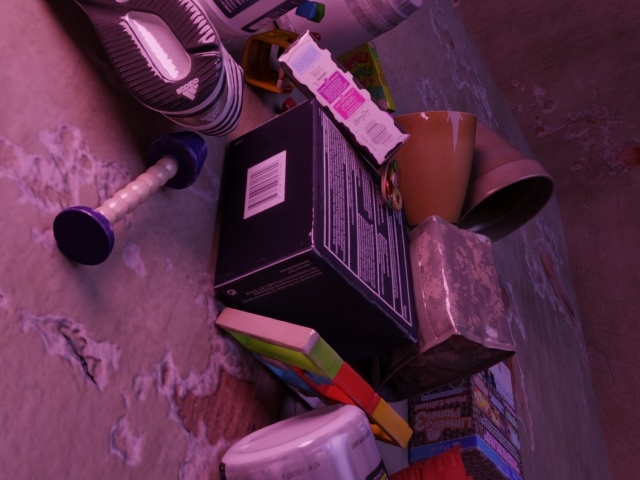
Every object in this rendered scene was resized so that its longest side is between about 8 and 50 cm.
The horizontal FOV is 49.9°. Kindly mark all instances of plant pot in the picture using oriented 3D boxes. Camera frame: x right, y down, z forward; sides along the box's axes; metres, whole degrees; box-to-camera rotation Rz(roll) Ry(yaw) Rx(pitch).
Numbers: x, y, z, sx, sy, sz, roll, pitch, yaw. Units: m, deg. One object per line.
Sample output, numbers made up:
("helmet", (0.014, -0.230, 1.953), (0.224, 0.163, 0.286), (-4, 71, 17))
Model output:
("plant pot", (0.435, -0.178, 1.917), (0.323, 0.323, 0.280), (19, 38, -56))
("plant pot", (0.265, -0.163, 1.676), (0.237, 0.237, 0.254), (5, 82, -60))

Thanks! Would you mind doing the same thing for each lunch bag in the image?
("lunch bag", (0.171, 0.133, 1.216), (0.169, 0.287, 0.235), (19, 50, -28))

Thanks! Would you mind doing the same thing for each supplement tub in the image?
("supplement tub", (0.014, 0.376, 0.830), (0.193, 0.193, 0.316), (-14, 83, -63))
("supplement tub", (-0.107, -0.452, 1.118), (0.191, 0.272, 0.191), (41, 38, -42))

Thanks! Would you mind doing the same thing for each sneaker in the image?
("sneaker", (-0.249, -0.326, 0.960), (0.447, 0.169, 0.257), (61, 1, 11))

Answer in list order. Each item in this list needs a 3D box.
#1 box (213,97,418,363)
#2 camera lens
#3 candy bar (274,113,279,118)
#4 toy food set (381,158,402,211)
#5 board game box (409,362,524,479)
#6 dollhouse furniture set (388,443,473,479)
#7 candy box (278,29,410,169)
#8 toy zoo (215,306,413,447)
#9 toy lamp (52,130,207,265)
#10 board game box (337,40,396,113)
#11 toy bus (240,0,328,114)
("box", (0.000, 0.000, 1.083), (0.294, 0.183, 0.296), (42, 36, -40))
("camera lens", (0.046, -0.510, 1.433), (0.219, 0.274, 0.219), (41, 38, -42))
("candy bar", (-0.041, -0.170, 1.312), (0.161, 0.018, 0.040), (52, 35, -30))
("toy food set", (0.118, -0.091, 1.126), (0.082, 0.020, 0.083), (27, 67, -67))
("board game box", (0.297, 0.353, 1.412), (0.232, 0.141, 0.291), (47, 34, -35))
("dollhouse furniture set", (0.208, 0.503, 1.015), (0.201, 0.152, 0.374), (63, 8, -12))
("candy box", (0.041, -0.226, 1.145), (0.233, 0.071, 0.159), (45, 4, -1))
("toy zoo", (0.004, 0.201, 0.953), (0.293, 0.192, 0.030), (49, 64, -32))
("toy lamp", (-0.218, -0.068, 0.855), (0.080, 0.080, 0.274), (58, 28, -18))
("board game box", (0.107, -0.377, 1.648), (0.043, 0.092, 0.181), (-2, 73, -60))
("toy bus", (-0.072, -0.347, 1.293), (0.202, 0.104, 0.191), (81, 32, -69))
